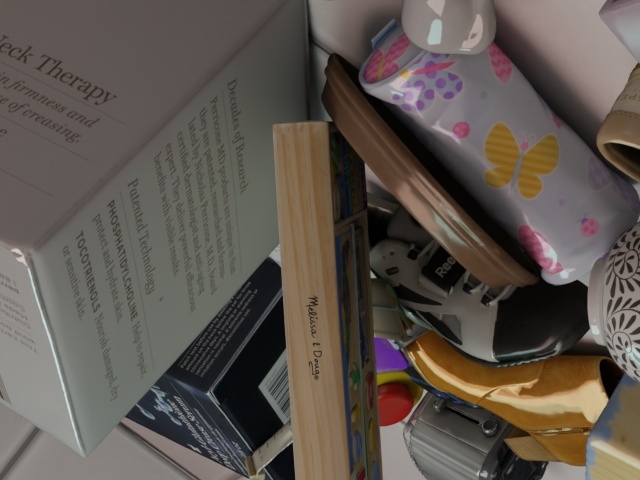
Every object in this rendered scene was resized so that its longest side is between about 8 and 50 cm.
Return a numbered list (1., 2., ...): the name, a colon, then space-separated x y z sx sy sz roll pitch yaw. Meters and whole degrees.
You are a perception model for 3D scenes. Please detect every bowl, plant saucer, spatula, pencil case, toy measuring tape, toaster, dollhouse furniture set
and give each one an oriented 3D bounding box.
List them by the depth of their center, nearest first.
1. bowl: 0.272 0.052 1.239 0.080 0.170 0.170 -1 142 27
2. pencil case: 0.157 -0.086 1.281 0.273 0.113 0.124 44 -170 -21
3. plant saucer: 0.093 -0.056 1.340 0.278 0.041 0.278 46 -172 -9
4. dollhouse furniture set: 0.050 0.061 1.601 0.151 0.058 0.076 4 122 47
5. spatula: 0.131 0.089 1.636 0.296 0.030 0.084 -22 119 31
6. toaster: 0.203 0.271 1.923 0.146 0.129 0.227 27 159 30
7. toy measuring tape: 0.038 0.221 1.934 0.121 0.121 0.330 39 118 -8

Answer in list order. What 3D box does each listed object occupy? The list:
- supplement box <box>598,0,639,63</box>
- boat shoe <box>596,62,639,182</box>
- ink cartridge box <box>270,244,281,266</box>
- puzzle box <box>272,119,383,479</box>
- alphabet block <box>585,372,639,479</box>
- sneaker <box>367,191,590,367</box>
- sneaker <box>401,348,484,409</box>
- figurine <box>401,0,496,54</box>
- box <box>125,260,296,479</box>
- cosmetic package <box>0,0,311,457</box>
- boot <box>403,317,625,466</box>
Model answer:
1. supplement box: 0.258 -0.187 0.754 0.073 0.239 0.130 44 156 -18
2. boat shoe: 0.346 -0.017 1.160 0.302 0.098 0.109 39 158 -7
3. ink cartridge box: 0.000 0.000 1.733 0.175 0.072 0.127 46 156 -25
4. puzzle box: 0.014 0.089 1.409 0.052 0.409 0.272 -3 -176 8
5. alphabet block: 0.385 0.199 1.426 0.197 0.192 0.193 27 159 23
6. sneaker: 0.134 0.028 1.526 0.330 0.122 0.146 16 147 48
7. sneaker: 0.139 0.134 1.797 0.211 0.081 0.080 34 159 -10
8. figurine: 0.046 -0.261 1.131 0.214 0.092 0.209 25 152 22
9. box: -0.190 0.147 2.124 0.395 0.212 0.293 20 154 35
10. cosmetic package: -0.248 -0.081 1.443 0.329 0.394 0.327 26 147 22
11. boot: 0.238 0.144 1.677 0.295 0.104 0.211 46 146 -16
